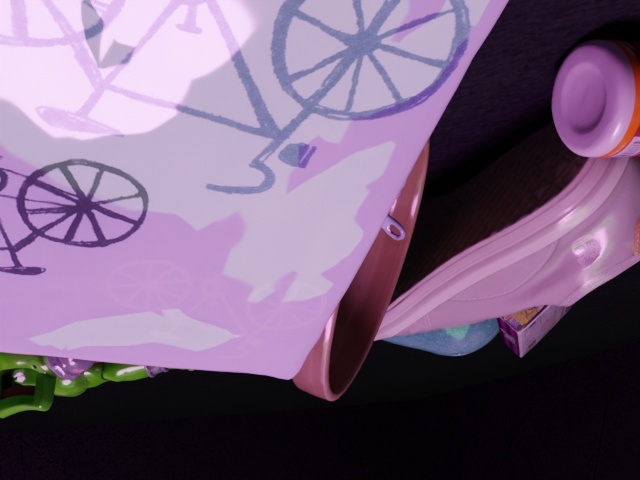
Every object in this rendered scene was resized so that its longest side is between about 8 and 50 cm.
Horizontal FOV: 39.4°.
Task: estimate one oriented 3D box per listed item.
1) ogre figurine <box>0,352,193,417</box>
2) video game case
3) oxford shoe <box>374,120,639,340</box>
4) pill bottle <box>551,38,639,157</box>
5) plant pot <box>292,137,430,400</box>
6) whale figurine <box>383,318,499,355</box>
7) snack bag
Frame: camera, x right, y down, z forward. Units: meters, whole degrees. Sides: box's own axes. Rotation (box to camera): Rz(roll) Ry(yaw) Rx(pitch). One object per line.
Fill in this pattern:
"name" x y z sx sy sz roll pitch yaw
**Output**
"ogre figurine" -0.176 0.061 0.602 0.118 0.097 0.197 -24 166 19
"video game case" 0.300 0.043 1.088 0.210 0.042 0.232 -46 161 -1
"oxford shoe" 0.151 0.025 0.883 0.130 0.169 0.449 32 147 -18
"pill bottle" 0.259 -0.105 0.671 0.152 0.086 0.086 -3 163 -22
"plant pot" 0.000 0.000 0.720 0.109 0.237 0.237 17 169 14
"whale figurine" 0.115 0.089 1.155 0.272 0.141 0.216 -11 165 -5
"snack bag" -0.099 -0.047 0.442 0.323 0.037 0.342 8 133 -20
